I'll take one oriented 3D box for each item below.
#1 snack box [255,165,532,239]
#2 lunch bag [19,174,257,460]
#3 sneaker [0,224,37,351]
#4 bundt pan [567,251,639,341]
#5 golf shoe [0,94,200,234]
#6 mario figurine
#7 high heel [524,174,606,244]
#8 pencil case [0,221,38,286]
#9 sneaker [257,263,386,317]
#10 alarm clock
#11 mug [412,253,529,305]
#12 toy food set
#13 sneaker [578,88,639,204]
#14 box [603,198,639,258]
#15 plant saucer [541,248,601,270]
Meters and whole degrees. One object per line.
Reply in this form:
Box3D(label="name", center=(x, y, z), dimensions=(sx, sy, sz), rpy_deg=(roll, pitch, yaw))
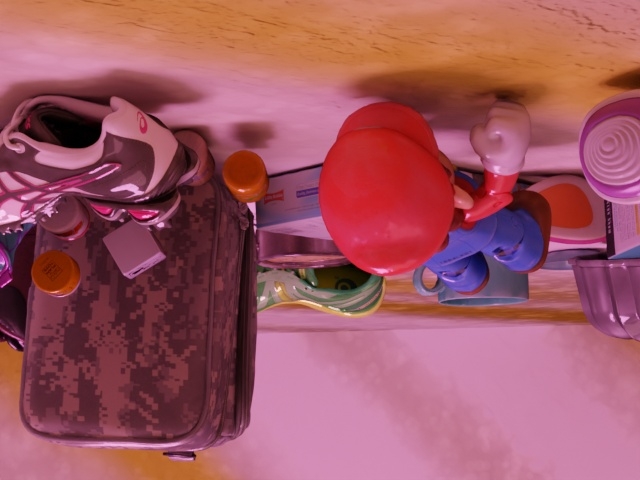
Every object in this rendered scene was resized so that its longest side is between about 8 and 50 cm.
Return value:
Box3D(label="snack box", center=(0.107, -0.034, 1.424), dimensions=(0.187, 0.060, 0.322), rpy_deg=(-9, 168, 44))
Box3D(label="lunch bag", center=(-0.171, 0.077, 1.353), dimensions=(0.212, 0.305, 0.256), rpy_deg=(0, 168, 9))
Box3D(label="sneaker", center=(-0.314, 0.039, 1.417), dimensions=(0.106, 0.162, 0.281), rpy_deg=(-8, 180, 40))
Box3D(label="bundt pan", center=(0.525, 0.072, 1.800), dimensions=(0.331, 0.124, 0.331), rpy_deg=(-6, -179, 0))
Box3D(label="golf shoe", center=(-0.238, -0.077, 1.068), dimensions=(0.273, 0.105, 0.120), rpy_deg=(-2, 146, 24))
Box3D(label="mario figurine", center=(0.100, -0.052, 1.142), dimensions=(0.170, 0.198, 0.320), rpy_deg=(39, -173, 29))
Box3D(label="high heel", center=(0.303, -0.026, 1.446), dimensions=(0.244, 0.082, 0.117), rpy_deg=(-12, 165, -21))
Box3D(label="pencil case", center=(-0.294, -0.022, 1.195), dimensions=(0.064, 0.070, 0.152), rpy_deg=(-35, -161, 30))
Box3D(label="sneaker", center=(-0.046, 0.047, 1.889), dimensions=(0.295, 0.109, 0.123), rpy_deg=(2, 148, -7))
Box3D(label="alarm clock", center=(0.000, 0.000, 1.627), dimensions=(0.192, 0.064, 0.129), rpy_deg=(0, 171, 10))
Box3D(label="mug", center=(0.223, 0.039, 1.802), dimensions=(0.129, 0.097, 0.157), rpy_deg=(-8, 169, 39))
Box3D(label="toy food set", center=(-0.166, -0.031, 1.187), dimensions=(0.232, 0.111, 0.104), rpy_deg=(-33, 172, -3))
Box3D(label="sneaker", center=(0.347, -0.100, 0.965), dimensions=(0.152, 0.114, 0.305), rpy_deg=(-12, -176, -37))
Box3D(label="box", center=(0.343, -0.047, 1.242), dimensions=(0.060, 0.100, 0.244), rpy_deg=(-1, 172, -5))
Box3D(label="plant saucer", center=(0.405, 0.030, 2.028), dimensions=(0.119, 0.021, 0.119), rpy_deg=(-1, 171, 0))
